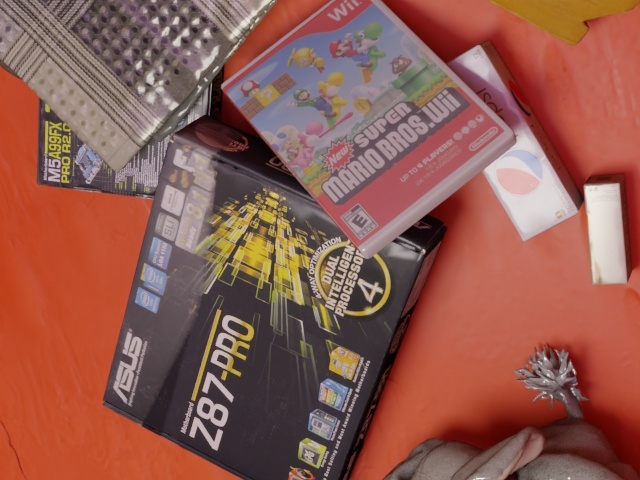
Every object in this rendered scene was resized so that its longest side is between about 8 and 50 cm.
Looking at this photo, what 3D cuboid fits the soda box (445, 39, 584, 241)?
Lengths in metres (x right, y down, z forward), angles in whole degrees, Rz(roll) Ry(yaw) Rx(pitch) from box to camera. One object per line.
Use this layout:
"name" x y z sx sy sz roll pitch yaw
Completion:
"soda box" 0.208 -0.112 1.477 0.074 0.069 0.216 -30 92 21

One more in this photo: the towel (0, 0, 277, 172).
"towel" -0.242 -0.283 1.498 0.324 0.056 0.312 45 110 -1

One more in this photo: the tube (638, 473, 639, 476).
"tube" 0.408 0.372 1.548 0.080 0.052 0.207 -27 101 31

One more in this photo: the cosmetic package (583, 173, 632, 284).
"cosmetic package" 0.320 -0.013 1.471 0.041 0.060 0.115 -3 101 19

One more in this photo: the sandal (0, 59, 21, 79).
"sandal" -0.407 -0.279 1.630 0.090 0.060 0.219 -38 96 22

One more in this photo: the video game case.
"video game case" 0.046 -0.138 1.433 0.204 0.025 0.285 -38 59 -3

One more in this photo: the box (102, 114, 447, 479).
"box" -0.065 0.092 1.549 0.318 0.097 0.395 27 119 13

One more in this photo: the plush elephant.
"plush elephant" 0.212 0.302 1.464 0.255 0.272 0.330 -16 81 -19

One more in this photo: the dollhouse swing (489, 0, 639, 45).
"dollhouse swing" 0.234 -0.462 1.369 0.315 0.305 0.347 22 123 -30

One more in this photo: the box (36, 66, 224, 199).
"box" -0.227 -0.189 1.587 0.216 0.060 0.270 7 105 9
